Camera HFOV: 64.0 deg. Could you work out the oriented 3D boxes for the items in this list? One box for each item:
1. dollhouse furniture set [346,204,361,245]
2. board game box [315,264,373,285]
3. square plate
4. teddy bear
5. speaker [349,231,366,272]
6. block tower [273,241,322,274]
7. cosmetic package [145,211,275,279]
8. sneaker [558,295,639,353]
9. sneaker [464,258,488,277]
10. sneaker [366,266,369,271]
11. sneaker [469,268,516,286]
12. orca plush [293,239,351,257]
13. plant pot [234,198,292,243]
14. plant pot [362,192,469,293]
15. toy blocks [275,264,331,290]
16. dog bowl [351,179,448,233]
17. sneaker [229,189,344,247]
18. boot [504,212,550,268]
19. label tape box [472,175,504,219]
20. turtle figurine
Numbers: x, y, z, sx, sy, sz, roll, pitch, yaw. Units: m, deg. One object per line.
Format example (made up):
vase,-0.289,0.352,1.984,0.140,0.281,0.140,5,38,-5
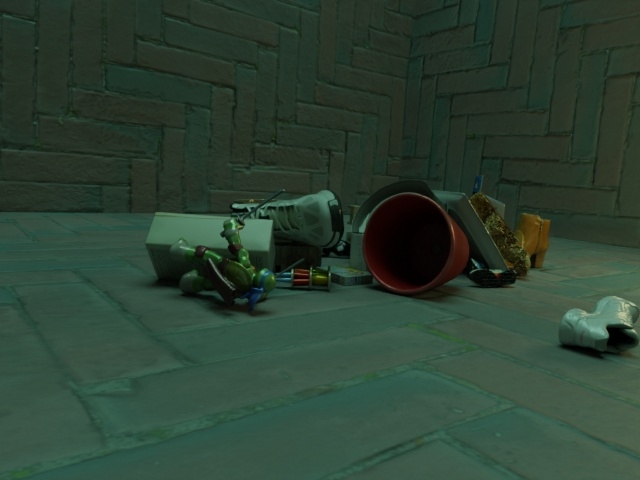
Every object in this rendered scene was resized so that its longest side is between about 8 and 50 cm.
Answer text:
dollhouse furniture set,0.194,-0.055,2.212,0.129,0.184,0.129,2,7,-17
board game box,0.069,0.103,1.527,0.103,0.026,0.154,-2,9,-35
square plate,0.517,-0.025,1.844,0.049,0.344,0.347,-35,11,-3
teddy bear,0.622,-0.011,1.808,0.113,0.338,0.245,-38,1,18
speaker,0.119,0.042,1.598,0.055,0.136,0.055,3,7,0
block tower,-0.150,0.054,1.546,0.335,0.091,0.097,0,9,-27
cosmetic package,-0.279,0.024,1.344,0.309,0.160,0.113,4,52,-1
sneaker,0.586,0.179,1.021,0.232,0.091,0.115,-11,21,-31
sneaker,0.530,0.092,1.718,0.073,0.064,0.162,8,8,10
sneaker,0.231,0.033,1.623,0.094,0.209,0.081,37,0,45
sneaker,0.519,0.118,1.586,0.161,0.057,0.075,0,-9,-19
orca plush,0.000,0.000,2.001,0.287,0.102,0.151,10,9,43
plant pot,-0.196,-0.059,2.000,0.283,0.191,0.284,3,8,0
plant pot,0.294,0.019,1.464,0.274,0.275,0.243,9,-1,35
toy blocks,-0.047,0.098,1.395,0.148,0.054,0.123,3,8,-1
dog bowl,0.284,-0.050,1.785,0.348,0.349,0.102,9,-31,37
sneaker,-0.121,-0.044,1.502,0.257,0.169,0.447,-9,4,-25
boot,0.757,0.000,1.969,0.294,0.212,0.104,0,7,-24
label tape box,0.712,-0.101,2.195,0.115,0.348,0.249,5,7,9
turtle figurine,-0.194,0.046,1.201,0.266,0.275,0.198,2,-28,23
